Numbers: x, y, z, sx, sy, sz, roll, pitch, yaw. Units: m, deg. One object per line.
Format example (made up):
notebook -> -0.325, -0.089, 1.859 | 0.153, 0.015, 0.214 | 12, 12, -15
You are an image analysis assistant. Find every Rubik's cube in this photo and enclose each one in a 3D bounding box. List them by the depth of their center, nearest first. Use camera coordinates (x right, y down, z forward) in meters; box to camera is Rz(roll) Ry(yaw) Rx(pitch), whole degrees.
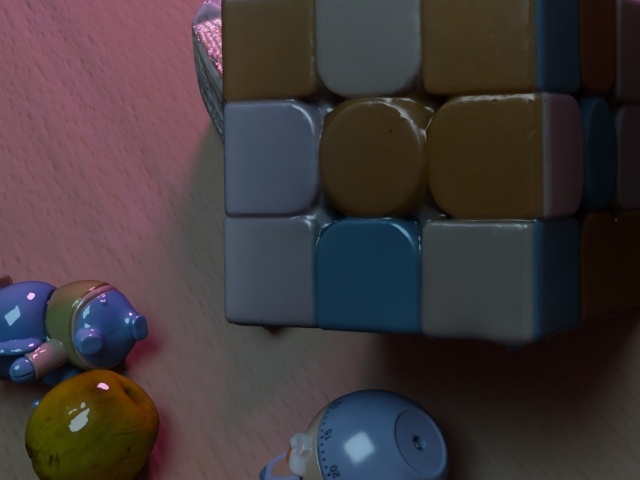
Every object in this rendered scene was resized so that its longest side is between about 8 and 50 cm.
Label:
Rubik's cube -> 0.127, -0.085, 1.360 | 0.347, 0.346, 0.344 | 2, 93, 29

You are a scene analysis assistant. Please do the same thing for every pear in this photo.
pear -> -0.276, 0.232, 1.576 | 0.162, 0.149, 0.149 | -38, 47, 0

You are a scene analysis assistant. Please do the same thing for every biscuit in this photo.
biscuit -> -0.101, -0.174, 1.753 | 0.079, 0.186, 0.309 | -19, 45, -14

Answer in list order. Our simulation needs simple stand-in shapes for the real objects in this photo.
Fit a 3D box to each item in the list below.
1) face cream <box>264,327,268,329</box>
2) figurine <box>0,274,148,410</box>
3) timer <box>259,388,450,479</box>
face cream -> 0.000, 0.000, 1.630 | 0.250, 0.077, 0.077 | -43, 47, -5
figurine -> -0.359, 0.123, 1.702 | 0.262, 0.154, 0.180 | 5, 49, 37
timer -> 0.011, 0.245, 1.392 | 0.255, 0.175, 0.175 | -14, 52, 22
